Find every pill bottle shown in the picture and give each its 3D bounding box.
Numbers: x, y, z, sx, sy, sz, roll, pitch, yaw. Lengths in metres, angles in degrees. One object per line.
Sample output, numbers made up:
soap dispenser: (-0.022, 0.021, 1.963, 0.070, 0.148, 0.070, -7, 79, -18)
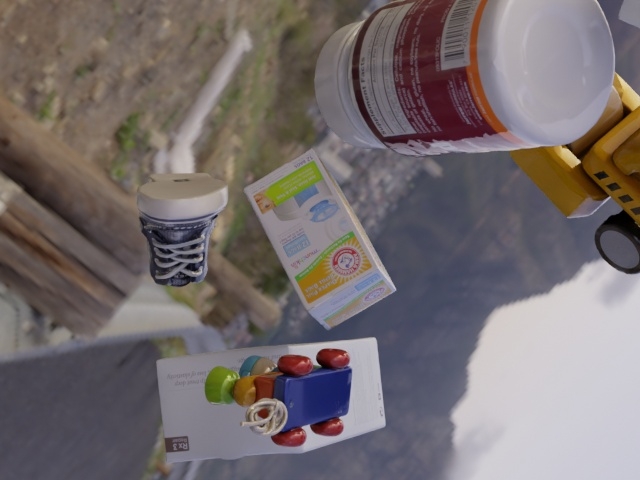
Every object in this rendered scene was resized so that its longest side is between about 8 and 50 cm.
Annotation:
pill bottle: (0.178, -0.227, 1.669, 0.224, 0.224, 0.392, -48, -154, -25)

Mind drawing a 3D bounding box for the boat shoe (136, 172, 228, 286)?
boat shoe: (-0.191, -0.006, 1.726, 0.340, 0.127, 0.158, -119, -152, -82)

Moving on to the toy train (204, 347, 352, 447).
toy train: (-0.078, 0.180, 1.449, 0.248, 0.143, 0.105, -1, 97, -59)

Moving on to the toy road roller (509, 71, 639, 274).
toy road roller: (0.470, -0.137, 1.841, 0.202, 0.329, 0.240, -38, 168, -26)

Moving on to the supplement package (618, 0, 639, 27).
supplement package: (0.535, -0.335, 1.516, 0.262, 0.198, 0.199, -17, 131, -52)

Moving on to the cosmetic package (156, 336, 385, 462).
cosmetic package: (-0.062, 0.233, 1.853, 0.217, 0.156, 0.385, -8, 173, 18)

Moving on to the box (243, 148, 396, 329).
box: (0.000, 0.000, 1.649, 0.114, 0.203, 0.103, -30, 156, 5)

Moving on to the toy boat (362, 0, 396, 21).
toy boat: (0.151, -0.366, 2.088, 0.231, 0.151, 0.151, -27, 143, -1)
